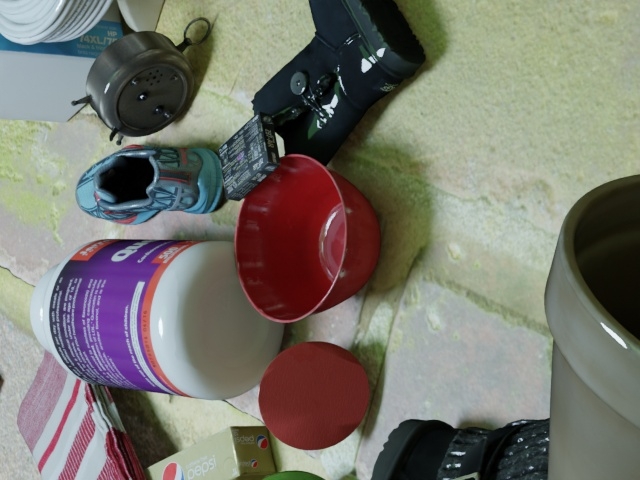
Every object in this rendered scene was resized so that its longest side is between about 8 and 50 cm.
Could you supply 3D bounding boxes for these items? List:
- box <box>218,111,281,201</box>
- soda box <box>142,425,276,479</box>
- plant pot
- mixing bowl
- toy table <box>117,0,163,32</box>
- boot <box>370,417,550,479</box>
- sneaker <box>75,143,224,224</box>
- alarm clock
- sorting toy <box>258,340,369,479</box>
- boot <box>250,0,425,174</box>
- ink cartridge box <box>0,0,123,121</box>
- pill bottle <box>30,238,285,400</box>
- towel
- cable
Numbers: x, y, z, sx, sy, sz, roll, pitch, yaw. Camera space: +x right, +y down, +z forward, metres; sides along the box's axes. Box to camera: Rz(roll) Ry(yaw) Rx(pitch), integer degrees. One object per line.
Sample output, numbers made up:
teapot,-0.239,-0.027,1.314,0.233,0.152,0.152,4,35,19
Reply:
box,-0.079,-0.092,1.756,0.083,0.018,0.067,-39,51,41
soda box,-0.133,0.273,1.892,0.181,0.058,0.061,-31,64,42
plant pot,0.312,0.146,1.276,0.323,0.323,0.280,46,136,39
mixing bowl,0.000,0.000,1.743,0.181,0.098,0.181,-5,83,47
toy table,-0.239,-0.384,1.995,0.274,0.161,0.252,49,121,39
boot,0.137,0.314,1.481,0.260,0.131,0.348,-4,61,48
sneaker,-0.239,-0.080,1.991,0.262,0.125,0.104,-7,80,47
alarm clock,-0.205,-0.203,1.976,0.192,0.129,0.064,-46,52,1
sorting toy,-0.038,0.277,1.782,0.126,0.127,0.365,-140,58,-74
boot,-0.012,-0.219,1.779,0.207,0.094,0.246,-42,63,32
ink cartridge box,-0.402,-0.322,2.123,0.198,0.197,0.270,-32,63,50
pill bottle,-0.204,0.088,1.896,0.323,0.181,0.181,1,87,47
towel,-0.308,0.286,2.052,0.329,0.037,0.237,60,140,37
cable,-0.322,-0.357,1.901,0.257,0.089,0.257,-12,78,47
